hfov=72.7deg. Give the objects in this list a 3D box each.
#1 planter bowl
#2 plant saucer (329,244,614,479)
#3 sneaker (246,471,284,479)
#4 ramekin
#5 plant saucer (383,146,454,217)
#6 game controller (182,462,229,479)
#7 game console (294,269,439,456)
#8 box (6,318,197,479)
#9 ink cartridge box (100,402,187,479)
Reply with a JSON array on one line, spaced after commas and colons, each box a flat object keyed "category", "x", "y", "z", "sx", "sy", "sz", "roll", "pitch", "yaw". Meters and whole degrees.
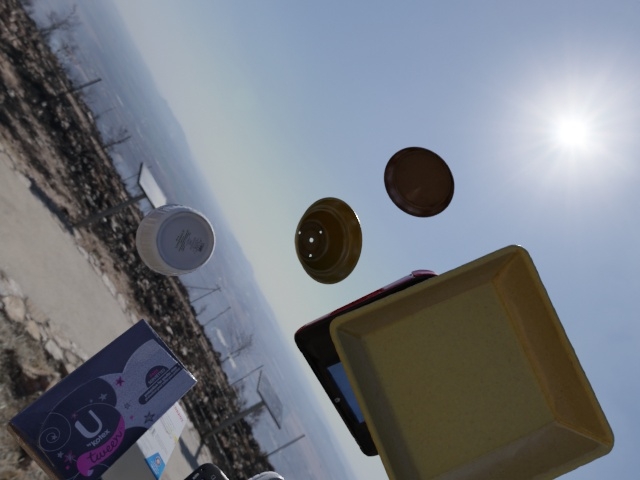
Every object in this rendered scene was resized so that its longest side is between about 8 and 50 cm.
[{"category": "planter bowl", "x": 0.000, "y": 0.000, "z": 1.111, "sx": 0.090, "sy": 0.217, "sz": 0.217, "roll": 2, "pitch": -58, "yaw": 50}, {"category": "plant saucer", "x": 0.222, "y": 0.217, "z": 0.676, "sx": 0.081, "sy": 0.332, "sz": 0.333, "roll": 100, "pitch": -32, "yaw": -82}, {"category": "sneaker", "x": -0.152, "y": 0.609, "z": 0.927, "sx": 0.281, "sy": 0.115, "sz": 0.105, "roll": -21, "pitch": 99, "yaw": -56}, {"category": "ramekin", "x": -0.395, "y": -0.001, "z": 1.217, "sx": 0.109, "sy": 0.207, "sz": 0.207, "roll": 2, "pitch": -59, "yaw": 52}, {"category": "plant saucer", "x": 0.223, "y": -0.133, "z": 0.979, "sx": 0.168, "sy": 0.029, "sz": 0.168, "roll": 20, "pitch": -53, "yaw": 29}, {"category": "game controller", "x": -0.344, "y": 0.731, "z": 1.161, "sx": 0.166, "sy": 0.067, "sz": 0.319, "roll": 51, "pitch": 19, "yaw": 11}, {"category": "game console", "x": 0.173, "y": 0.277, "z": 0.945, "sx": 0.387, "sy": 0.342, "sz": 0.060, "roll": 62, "pitch": 2, "yaw": -19}, {"category": "box", "x": -0.372, "y": 0.287, "z": 0.761, "sx": 0.163, "sy": 0.247, "sz": 0.142, "roll": 50, "pitch": -41, "yaw": -3}, {"category": "ink cartridge box", "x": -0.545, "y": 0.577, "z": 1.306, "sx": 0.233, "sy": 0.168, "sz": 0.171, "roll": -77, "pitch": 150, "yaw": -69}]
